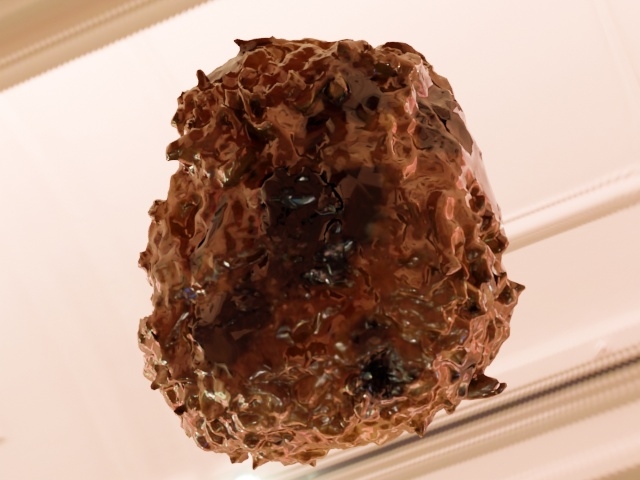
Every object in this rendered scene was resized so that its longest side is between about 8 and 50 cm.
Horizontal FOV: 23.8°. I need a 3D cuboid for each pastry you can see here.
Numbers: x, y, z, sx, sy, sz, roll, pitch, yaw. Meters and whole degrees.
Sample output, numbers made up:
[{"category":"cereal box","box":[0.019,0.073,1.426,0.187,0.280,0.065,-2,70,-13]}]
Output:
[{"category":"pastry","box":[0.011,0.012,1.349,0.337,0.292,0.405,8,-96,25]}]
